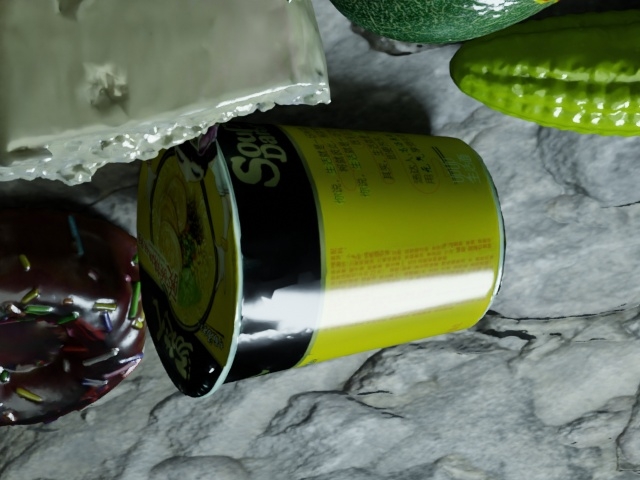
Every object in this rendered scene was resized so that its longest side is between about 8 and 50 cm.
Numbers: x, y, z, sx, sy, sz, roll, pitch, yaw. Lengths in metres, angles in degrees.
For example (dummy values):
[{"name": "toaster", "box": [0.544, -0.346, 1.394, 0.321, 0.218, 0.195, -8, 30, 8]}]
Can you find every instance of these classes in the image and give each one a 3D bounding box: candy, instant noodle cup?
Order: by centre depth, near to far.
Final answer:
[{"name": "candy", "box": [0.197, -0.122, 1.426, 0.209, 0.096, 0.096, 1, 142, -4]}, {"name": "instant noodle cup", "box": [0.000, 0.000, 1.457, 0.236, 0.215, 0.215, -5, 143, -24]}]

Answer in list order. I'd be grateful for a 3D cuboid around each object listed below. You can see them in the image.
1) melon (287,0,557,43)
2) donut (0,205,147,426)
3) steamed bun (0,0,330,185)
[{"name": "melon", "box": [0.101, -0.222, 1.180, 0.288, 0.182, 0.182, -34, 139, 8]}, {"name": "donut", "box": [-0.241, 0.068, 1.550, 0.235, 0.089, 0.235, -9, 143, -7]}, {"name": "steamed bun", "box": [-0.114, -0.138, 1.249, 0.225, 0.200, 0.170, -4, -178, -14]}]
